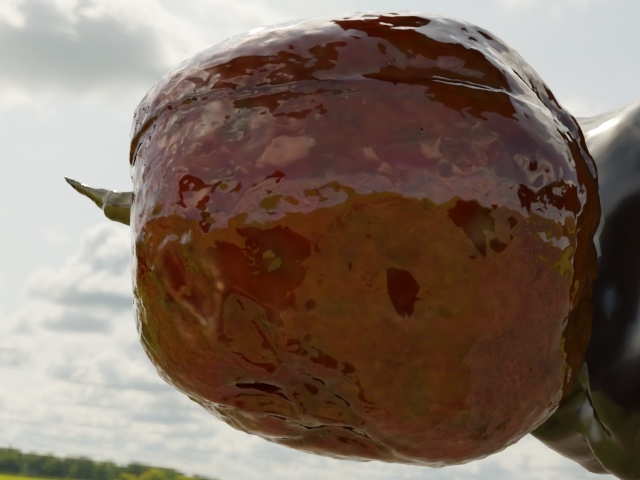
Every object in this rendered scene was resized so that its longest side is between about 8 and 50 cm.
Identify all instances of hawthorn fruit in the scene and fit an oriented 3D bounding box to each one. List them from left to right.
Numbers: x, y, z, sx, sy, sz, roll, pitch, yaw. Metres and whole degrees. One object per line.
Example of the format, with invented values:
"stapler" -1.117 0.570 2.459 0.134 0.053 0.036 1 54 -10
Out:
"hawthorn fruit" 0.024 0.002 0.574 0.262 0.258 0.258 -3 -8 -27

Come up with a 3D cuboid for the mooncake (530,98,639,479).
"mooncake" 0.273 0.003 0.745 0.212 0.350 0.381 27 -58 -38
